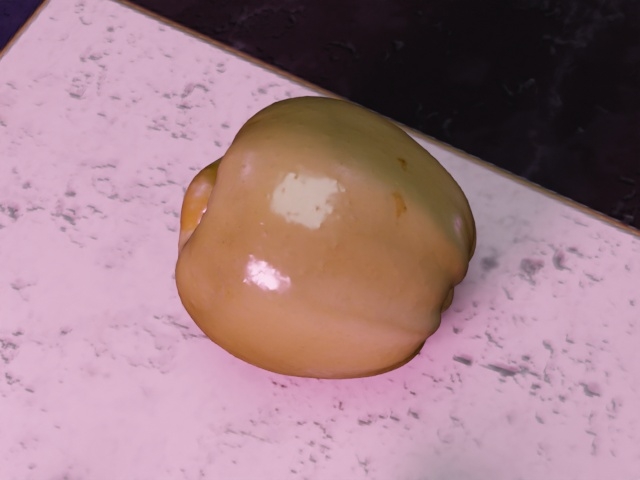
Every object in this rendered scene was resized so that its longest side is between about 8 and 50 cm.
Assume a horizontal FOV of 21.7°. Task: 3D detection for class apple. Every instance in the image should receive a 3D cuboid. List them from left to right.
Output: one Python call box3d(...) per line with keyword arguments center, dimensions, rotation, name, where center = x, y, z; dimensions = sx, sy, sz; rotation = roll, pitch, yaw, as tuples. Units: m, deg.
box3d(center=(0.000, 0.000, 1.086), dimensions=(0.200, 0.200, 0.200), rotation=(-3, 59, 6), name="apple")
